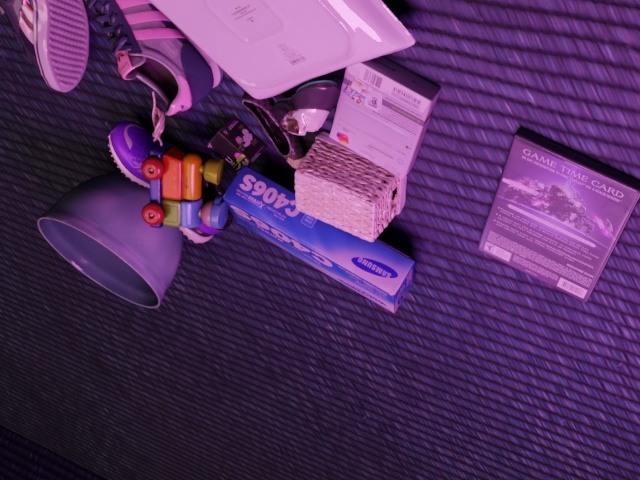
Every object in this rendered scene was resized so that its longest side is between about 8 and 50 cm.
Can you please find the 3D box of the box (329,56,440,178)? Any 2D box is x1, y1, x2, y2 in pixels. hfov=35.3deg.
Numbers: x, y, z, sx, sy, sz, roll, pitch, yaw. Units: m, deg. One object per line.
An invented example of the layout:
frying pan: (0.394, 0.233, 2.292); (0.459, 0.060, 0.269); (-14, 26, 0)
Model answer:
box: (0.096, -0.196, 1.562); (0.145, 0.038, 0.186); (31, 144, 12)

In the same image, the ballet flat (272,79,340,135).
ballet flat: (-0.021, -0.202, 1.591); (0.074, 0.074, 0.203); (47, 162, -14)

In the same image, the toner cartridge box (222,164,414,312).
toner cartridge box: (0.000, 0.000, 1.796); (0.348, 0.075, 0.165); (30, 171, 12)

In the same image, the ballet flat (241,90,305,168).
ballet flat: (-0.082, -0.188, 1.722); (0.057, 0.049, 0.173); (-6, 127, 47)

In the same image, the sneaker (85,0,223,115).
sneaker: (-0.313, -0.344, 1.675); (0.319, 0.131, 0.112); (41, 146, -5)

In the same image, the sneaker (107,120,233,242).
sneaker: (-0.267, -0.132, 1.926); (0.146, 0.102, 0.293); (-23, 118, 45)

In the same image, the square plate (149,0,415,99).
square plate: (-0.096, -0.338, 1.429); (0.347, 0.049, 0.344); (-11, 136, 47)

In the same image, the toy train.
toy train: (-0.237, -0.138, 1.802); (0.143, 0.105, 0.248); (8, 114, 10)

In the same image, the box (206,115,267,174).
box: (-0.150, -0.169, 1.804); (0.083, 0.052, 0.062); (44, 145, -8)

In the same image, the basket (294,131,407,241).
basket: (0.047, -0.087, 1.675); (0.167, 0.103, 0.113); (23, 144, 19)

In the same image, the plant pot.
plant pot: (-0.394, -0.028, 2.040); (0.293, 0.196, 0.293); (28, 158, 12)

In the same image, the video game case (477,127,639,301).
video game case: (0.356, -0.032, 1.532); (0.196, 0.026, 0.274); (27, 144, 15)

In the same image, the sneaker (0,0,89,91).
sneaker: (-0.497, -0.418, 1.764); (0.127, 0.126, 0.321); (16, 130, 21)
